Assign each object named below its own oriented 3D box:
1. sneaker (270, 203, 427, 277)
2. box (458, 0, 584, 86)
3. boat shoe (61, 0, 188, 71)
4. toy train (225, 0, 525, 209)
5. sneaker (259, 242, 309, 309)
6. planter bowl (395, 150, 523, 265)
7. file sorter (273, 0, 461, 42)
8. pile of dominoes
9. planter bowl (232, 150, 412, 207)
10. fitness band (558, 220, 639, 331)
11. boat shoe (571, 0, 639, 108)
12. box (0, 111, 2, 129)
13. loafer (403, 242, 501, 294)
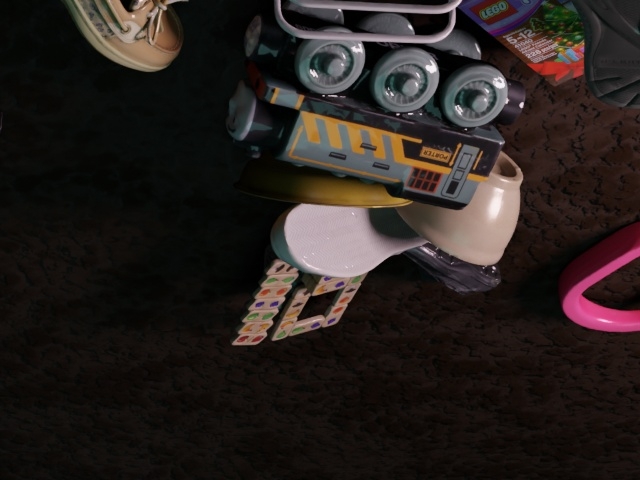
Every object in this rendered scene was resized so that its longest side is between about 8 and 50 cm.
[{"bbox_3d":[0.000,0.000,2.032,0.169,0.108,0.292,-13,177,39],"label":"sneaker"},{"bbox_3d":[0.317,-0.278,1.691,0.293,0.057,0.201,-23,145,32],"label":"box"},{"bbox_3d":[-0.211,-0.267,1.618,0.089,0.104,0.285,-14,149,25],"label":"boat shoe"},{"bbox_3d":[0.059,-0.148,1.769,0.334,0.142,0.190,11,117,-23],"label":"toy train"},{"bbox_3d":[-0.040,0.044,2.264,0.076,0.065,0.166,-13,157,-15],"label":"sneaker"},{"bbox_3d":[0.183,-0.062,1.998,0.162,0.162,0.109,16,119,-31],"label":"planter bowl"},{"bbox_3d":[0.057,-0.314,1.452,0.193,0.173,0.277,2,159,-7],"label":"file sorter"},{"bbox_3d":[-0.014,0.086,2.253,0.196,0.040,0.251,-15,153,-29],"label":"pile of dominoes"},{"bbox_3d":[0.007,-0.100,1.918,0.217,0.090,0.217,5,-171,-1],"label":"planter bowl"},{"bbox_3d":[0.474,0.051,2.312,0.209,0.054,0.291,15,146,-29],"label":"fitness band"},{"bbox_3d":[0.308,-0.261,1.580,0.118,0.103,0.320,5,147,17],"label":"boat shoe"},{"bbox_3d":[-0.473,-0.125,1.933,0.162,0.029,0.116,8,150,-16],"label":"box"},{"bbox_3d":[0.164,0.029,2.219,0.078,0.076,0.223,-30,145,28],"label":"loafer"}]
